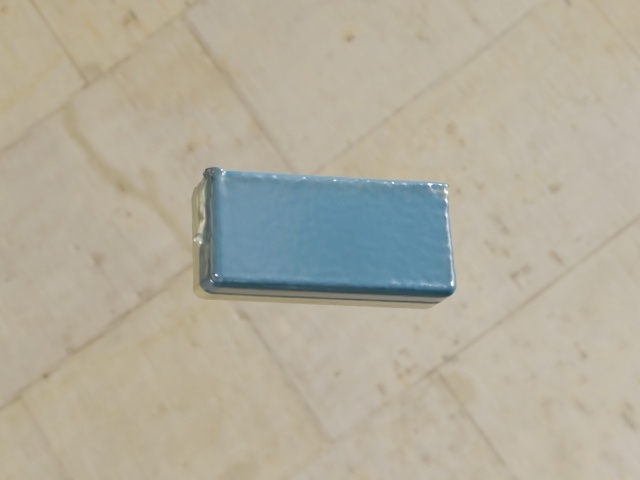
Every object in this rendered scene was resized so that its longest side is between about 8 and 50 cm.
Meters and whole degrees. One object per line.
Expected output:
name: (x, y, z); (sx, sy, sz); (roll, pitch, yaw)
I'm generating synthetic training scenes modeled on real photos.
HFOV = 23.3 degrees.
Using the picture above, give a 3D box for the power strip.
power strip: (0.000, 0.000, 0.704); (0.123, 0.056, 0.032); (3, -18, -23)
